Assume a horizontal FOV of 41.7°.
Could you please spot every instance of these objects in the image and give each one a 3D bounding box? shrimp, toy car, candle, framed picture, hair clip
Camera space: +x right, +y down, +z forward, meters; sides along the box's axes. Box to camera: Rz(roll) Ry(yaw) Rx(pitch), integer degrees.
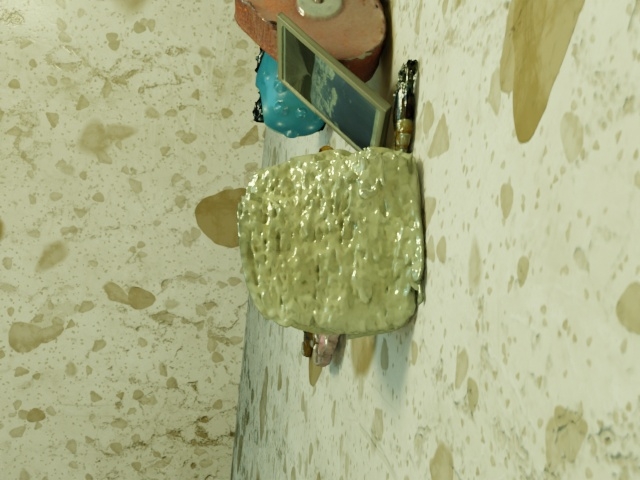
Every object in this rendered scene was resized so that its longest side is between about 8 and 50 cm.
[{"bbox_3d":[0.126,-0.205,1.329,0.091,0.034,0.161,-132,47,-77],"label":"shrimp"},{"bbox_3d":[-0.052,-0.374,1.982,0.190,0.188,0.255,148,129,-67],"label":"toy car"},{"bbox_3d":[-0.019,-0.419,1.562,0.131,0.287,0.317,102,165,-60],"label":"candle"},{"bbox_3d":[0.019,-0.255,1.435,0.260,0.023,0.189,44,162,15],"label":"framed picture"},{"bbox_3d":[0.000,0.121,1.775,0.173,0.069,0.300,107,154,-54],"label":"hair clip"}]

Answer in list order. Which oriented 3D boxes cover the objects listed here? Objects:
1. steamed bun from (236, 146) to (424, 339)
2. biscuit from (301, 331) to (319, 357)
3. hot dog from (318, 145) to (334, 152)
[{"bbox_3d":[0.000,0.000,1.295,0.273,0.272,0.290,144,134,-78],"label":"steamed bun"},{"bbox_3d":[-0.019,0.191,1.977,0.205,0.031,0.138,121,152,-65],"label":"biscuit"},{"bbox_3d":[0.023,-0.133,1.809,0.072,0.055,0.188,101,168,-47],"label":"hot dog"}]
